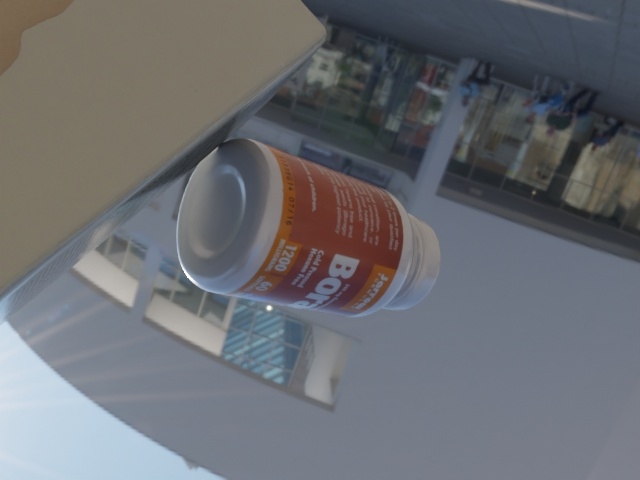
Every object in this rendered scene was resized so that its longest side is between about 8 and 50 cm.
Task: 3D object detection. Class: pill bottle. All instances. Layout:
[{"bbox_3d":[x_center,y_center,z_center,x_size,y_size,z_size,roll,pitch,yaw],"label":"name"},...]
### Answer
[{"bbox_3d":[0.000,0.000,0.594,0.216,0.121,0.121,15,-166,-41],"label":"pill bottle"}]

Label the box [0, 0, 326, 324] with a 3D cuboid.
[{"bbox_3d":[-0.152,-0.061,0.413,0.121,0.148,0.311,48,-126,-8],"label":"box"}]
